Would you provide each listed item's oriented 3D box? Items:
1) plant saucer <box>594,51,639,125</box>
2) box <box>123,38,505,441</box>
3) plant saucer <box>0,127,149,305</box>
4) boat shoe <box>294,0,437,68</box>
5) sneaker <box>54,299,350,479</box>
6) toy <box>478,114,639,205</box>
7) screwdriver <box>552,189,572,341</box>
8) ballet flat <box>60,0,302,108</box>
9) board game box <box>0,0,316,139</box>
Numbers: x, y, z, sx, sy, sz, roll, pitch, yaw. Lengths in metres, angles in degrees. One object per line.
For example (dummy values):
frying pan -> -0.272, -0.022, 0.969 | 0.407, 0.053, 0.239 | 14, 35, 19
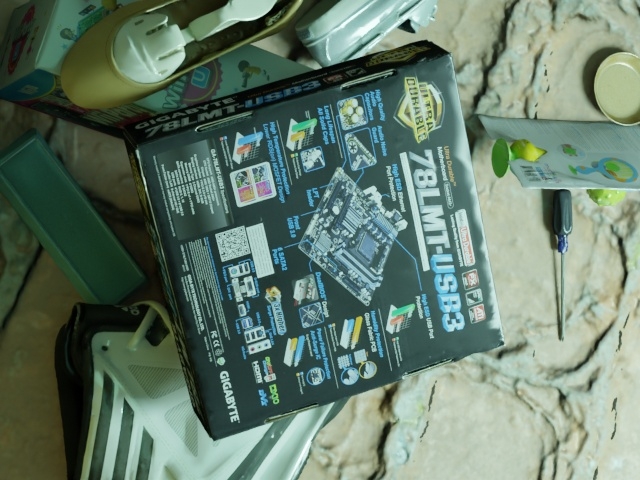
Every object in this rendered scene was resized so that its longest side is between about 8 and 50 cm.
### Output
plant saucer -> 0.342, -0.171, 1.909 | 0.083, 0.015, 0.083 | 2, 86, -23
box -> 0.000, 0.000, 1.511 | 0.293, 0.073, 0.295 | -18, 113, -13
plant saucer -> -0.246, -0.017, 1.654 | 0.067, 0.018, 0.192 | -40, 101, -20
boat shoe -> 0.078, -0.253, 1.778 | 0.227, 0.079, 0.081 | -36, 110, -16
sneaker -> -0.092, 0.078, 1.627 | 0.257, 0.169, 0.447 | 33, 77, -21
toy -> 0.294, -0.078, 1.846 | 0.237, 0.137, 0.056 | 4, 126, -24
screwdriver -> 0.267, 0.027, 1.869 | 0.024, 0.025, 0.170 | -1, 96, -23
ballet flat -> -0.115, -0.183, 1.447 | 0.232, 0.073, 0.080 | -29, 97, -21
board game box -> -0.139, -0.142, 1.596 | 0.303, 0.224, 0.097 | 20, 82, -20
